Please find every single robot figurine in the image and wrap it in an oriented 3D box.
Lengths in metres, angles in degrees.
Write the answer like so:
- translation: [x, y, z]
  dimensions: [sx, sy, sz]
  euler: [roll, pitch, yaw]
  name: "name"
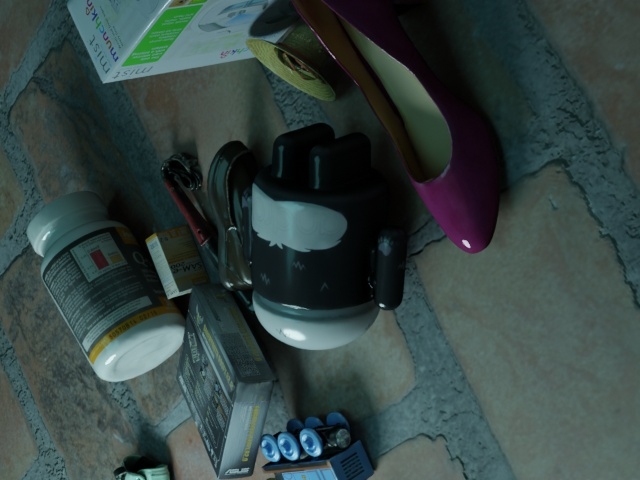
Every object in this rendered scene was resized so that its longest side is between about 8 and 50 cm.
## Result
- translation: [0.000, -0.001, 1.669]
  dimensions: [0.209, 0.173, 0.278]
  euler: [-120, 29, -66]
  name: "robot figurine"

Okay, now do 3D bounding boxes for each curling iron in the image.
- translation: [-0.162, -0.012, 1.960]
  dimensions: [0.068, 0.035, 0.274]
  euler: [-44, 69, 48]
  name: "curling iron"

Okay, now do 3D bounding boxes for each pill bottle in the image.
- translation: [-0.339, 0.069, 2.097]
  dimensions: [0.278, 0.162, 0.162]
  euler: [56, 138, 20]
  name: "pill bottle"

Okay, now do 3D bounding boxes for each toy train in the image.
- translation: [-0.012, 0.303, 1.863]
  dimensions: [0.184, 0.080, 0.105]
  euler: [-19, 94, 51]
  name: "toy train"

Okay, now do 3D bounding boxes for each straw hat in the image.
- translation: [-0.020, -0.238, 1.687]
  dimensions: [0.144, 0.144, 0.061]
  euler: [26, 81, 42]
  name: "straw hat"

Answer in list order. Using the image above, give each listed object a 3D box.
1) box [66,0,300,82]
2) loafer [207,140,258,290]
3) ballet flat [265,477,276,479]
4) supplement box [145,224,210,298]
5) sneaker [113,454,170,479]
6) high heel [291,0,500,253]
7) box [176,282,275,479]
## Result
- translation: [-0.141, -0.318, 1.648]
  dimensions: [0.231, 0.262, 0.127]
  euler: [-39, 73, 48]
  name: "box"
- translation: [-0.098, -0.032, 1.855]
  dimensions: [0.078, 0.080, 0.220]
  euler: [12, 117, 37]
  name: "loafer"
- translation: [-0.044, 0.462, 1.960]
  dimensions: [0.073, 0.080, 0.232]
  euler: [-1, 104, 35]
  name: "ballet flat"
- translation: [-0.214, 0.032, 2.016]
  dimensions: [0.036, 0.062, 0.098]
  euler: [-30, 80, 49]
  name: "supplement box"
- translation: [-0.261, 0.457, 2.199]
  dimensions: [0.256, 0.094, 0.151]
  euler: [33, 124, 37]
  name: "sneaker"
- translation: [0.074, -0.150, 1.514]
  dimensions: [0.127, 0.181, 0.377]
  euler: [-29, 80, 50]
  name: "high heel"
- translation: [-0.142, 0.200, 1.940]
  dimensions: [0.231, 0.056, 0.183]
  euler: [-123, 39, -49]
  name: "box"
